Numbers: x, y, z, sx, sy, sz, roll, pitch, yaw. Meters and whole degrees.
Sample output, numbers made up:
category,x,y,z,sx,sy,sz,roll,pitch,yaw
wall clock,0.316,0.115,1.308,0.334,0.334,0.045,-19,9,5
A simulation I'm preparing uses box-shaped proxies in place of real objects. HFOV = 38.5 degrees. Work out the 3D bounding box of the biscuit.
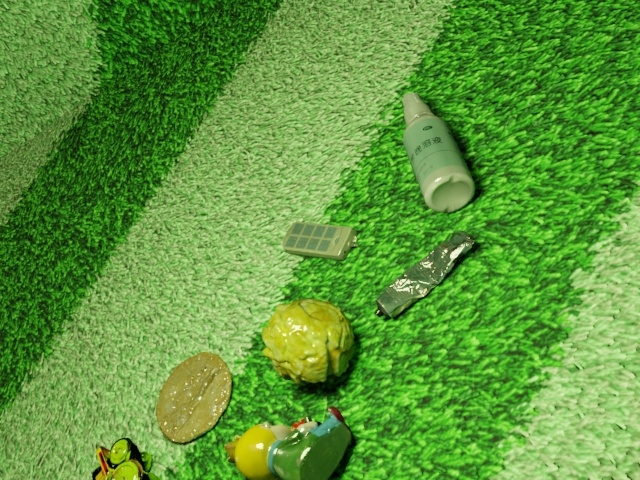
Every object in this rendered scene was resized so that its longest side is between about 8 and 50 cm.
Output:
category,x,y,z,sx,sy,sz,roll,pitch,yaw
biscuit,-0.283,0.349,2.046,0.220,0.033,0.219,-22,47,25

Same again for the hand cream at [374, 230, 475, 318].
category,x,y,z,sx,sy,sz,roll,pitch,yaw
hand cream,0.205,0.068,1.851,0.248,0.052,0.075,-43,40,3

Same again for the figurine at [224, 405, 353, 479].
category,x,y,z,sx,sy,sz,roll,pitch,yaw
figurine,-0.063,0.390,1.762,0.234,0.127,0.185,-6,40,53

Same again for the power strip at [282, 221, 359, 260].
category,x,y,z,sx,sy,sz,roll,pitch,yaw
power strip,0.000,0.000,2.103,0.227,0.029,0.080,6,61,43

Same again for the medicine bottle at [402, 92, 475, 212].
category,x,y,z,sx,sy,sz,roll,pitch,yaw
medicine bottle,0.241,-0.211,2.015,0.110,0.110,0.351,-31,42,16

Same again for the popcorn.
category,x,y,z,sx,sy,sz,roll,pitch,yaw
popcorn,-0.027,0.208,1.855,0.212,0.198,0.197,-40,31,50

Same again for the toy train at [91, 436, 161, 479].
category,x,y,z,sx,sy,sz,roll,pitch,yaw
toy train,-0.409,0.545,1.932,0.160,0.100,0.296,-45,39,3
